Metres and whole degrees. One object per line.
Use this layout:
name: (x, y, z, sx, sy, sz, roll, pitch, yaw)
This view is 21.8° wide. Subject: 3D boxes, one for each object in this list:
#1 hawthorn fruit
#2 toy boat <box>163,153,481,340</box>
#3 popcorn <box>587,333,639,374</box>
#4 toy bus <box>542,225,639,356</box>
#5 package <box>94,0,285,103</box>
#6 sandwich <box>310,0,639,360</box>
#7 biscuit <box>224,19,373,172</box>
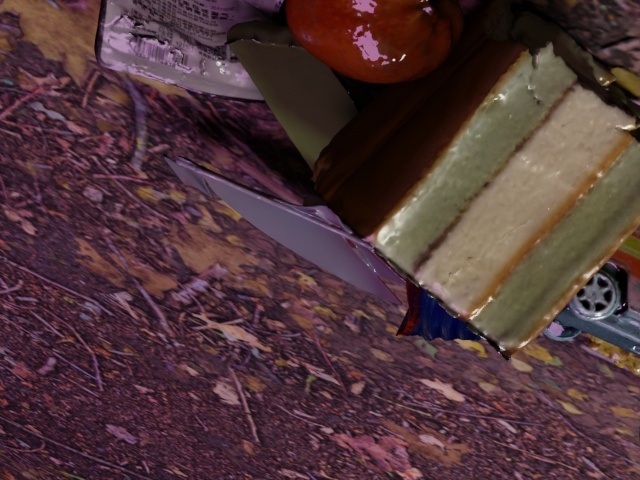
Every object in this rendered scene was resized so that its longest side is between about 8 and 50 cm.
hawthorn fruit: (0.036, -0.163, 1.089, 0.128, 0.128, 0.128, 21, 154, 11)
toy boat: (0.019, 0.016, 1.422, 0.318, 0.072, 0.219, 13, 156, 32)
popcorn: (0.263, 0.079, 1.402, 0.082, 0.057, 0.083, 23, 157, 9)
toy bus: (0.278, 0.046, 1.243, 0.265, 0.119, 0.121, 24, 168, 1)
package: (-0.096, -0.182, 1.264, 0.154, 0.030, 0.239, 18, 154, 0)
sandwich: (0.117, -0.058, 1.157, 0.155, 0.198, 0.227, 39, -177, -18)
biscuit: (0.027, -0.074, 1.332, 0.099, 0.038, 0.322, 12, 157, 30)
